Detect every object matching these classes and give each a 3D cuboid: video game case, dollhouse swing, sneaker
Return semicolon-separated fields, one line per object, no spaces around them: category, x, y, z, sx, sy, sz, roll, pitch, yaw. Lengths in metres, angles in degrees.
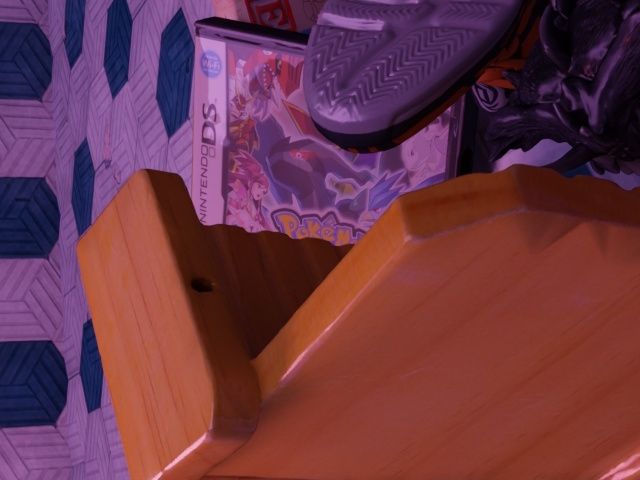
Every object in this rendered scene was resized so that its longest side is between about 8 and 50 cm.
video game case;0.002;-0.052;1.175;0.275;0.035;0.248;16;114;29
dollhouse swing;0.077;0.005;0.832;0.305;0.346;0.315;-62;34;32
sneaker;0.106;-0.129;0.909;0.124;0.321;0.180;16;141;29

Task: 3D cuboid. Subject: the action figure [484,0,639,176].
action figure;0.188;-0.119;0.770;0.164;0.141;0.276;-43;21;48

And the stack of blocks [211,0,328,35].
stack of blocks;-0.017;-0.261;1.258;0.087;0.171;0.297;0;108;68
